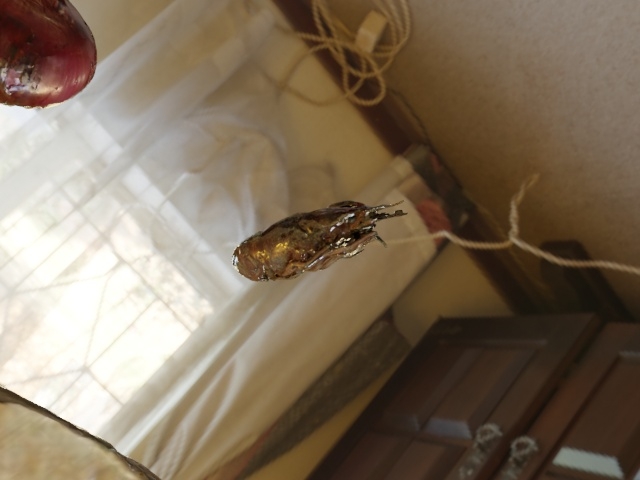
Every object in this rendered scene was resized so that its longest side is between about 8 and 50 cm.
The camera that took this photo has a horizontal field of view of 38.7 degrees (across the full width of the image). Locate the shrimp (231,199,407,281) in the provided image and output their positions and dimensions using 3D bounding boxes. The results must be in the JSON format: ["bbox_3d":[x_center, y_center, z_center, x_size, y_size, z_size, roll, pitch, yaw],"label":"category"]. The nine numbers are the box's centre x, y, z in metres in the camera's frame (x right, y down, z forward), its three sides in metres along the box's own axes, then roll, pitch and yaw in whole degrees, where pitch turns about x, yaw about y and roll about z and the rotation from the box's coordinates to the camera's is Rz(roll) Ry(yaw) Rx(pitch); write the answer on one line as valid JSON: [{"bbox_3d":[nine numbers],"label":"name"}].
[{"bbox_3d":[-0.001,-0.001,0.929,0.073,0.190,0.074,49,-160,-60],"label":"shrimp"}]

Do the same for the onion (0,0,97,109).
[{"bbox_3d":[-0.231,-0.184,0.698,0.150,0.150,0.140,42,122,1],"label":"onion"}]

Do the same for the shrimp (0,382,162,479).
[{"bbox_3d":[-0.208,0.090,0.404,0.221,0.110,0.445,-20,127,27],"label":"shrimp"}]
